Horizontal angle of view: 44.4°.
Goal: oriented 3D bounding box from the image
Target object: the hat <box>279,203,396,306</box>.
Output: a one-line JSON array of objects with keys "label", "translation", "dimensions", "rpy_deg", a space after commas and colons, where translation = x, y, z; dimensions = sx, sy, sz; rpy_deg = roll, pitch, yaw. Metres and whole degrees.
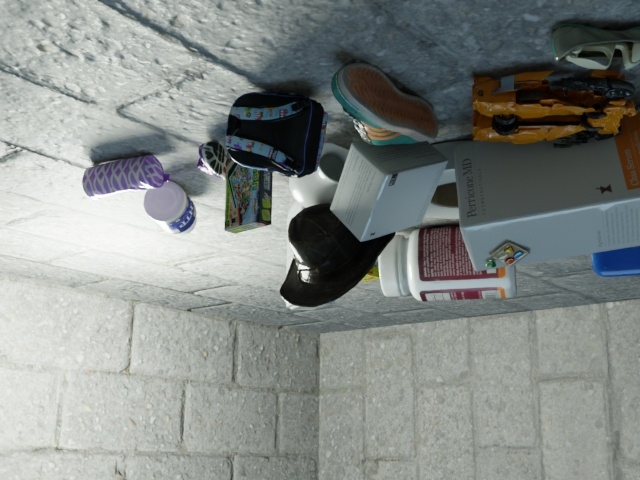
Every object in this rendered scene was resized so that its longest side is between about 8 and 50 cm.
[{"label": "hat", "translation": [0.000, 0.000, 1.744], "dimensions": [0.331, 0.331, 0.134], "rpy_deg": [-15, 124, 45]}]

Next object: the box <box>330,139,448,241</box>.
[{"label": "box", "translation": [0.141, -0.116, 1.641], "dimensions": [0.182, 0.119, 0.181], "rpy_deg": [-16, 140, -36]}]

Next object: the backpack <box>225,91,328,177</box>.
[{"label": "backpack", "translation": [-0.089, -0.206, 1.511], "dimensions": [0.173, 0.158, 0.117], "rpy_deg": [10, -173, 20]}]

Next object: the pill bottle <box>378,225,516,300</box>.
[{"label": "pill bottle", "translation": [0.385, 0.069, 2.364], "dimensions": [0.392, 0.224, 0.224], "rpy_deg": [-3, 165, 15]}]

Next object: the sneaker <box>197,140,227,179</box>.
[{"label": "sneaker", "translation": [-0.253, -0.176, 1.791], "dimensions": [0.071, 0.068, 0.170], "rpy_deg": [5, 166, 7]}]

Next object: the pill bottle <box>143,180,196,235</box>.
[{"label": "pill bottle", "translation": [-0.388, -0.078, 2.069], "dimensions": [0.112, 0.112, 0.187], "rpy_deg": [0, 166, 5]}]

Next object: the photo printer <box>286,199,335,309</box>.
[{"label": "photo printer", "translation": [-0.026, 0.022, 2.039], "dimensions": [0.107, 0.308, 0.256], "rpy_deg": [2, 171, -11]}]

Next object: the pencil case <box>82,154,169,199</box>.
[{"label": "pencil case", "translation": [-0.468, -0.146, 1.864], "dimensions": [0.206, 0.086, 0.088], "rpy_deg": [-7, 150, 27]}]

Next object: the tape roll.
[{"label": "tape roll", "translation": [0.352, -0.138, 1.885], "dimensions": [0.392, 0.072, 0.392], "rpy_deg": [0, 165, 0]}]

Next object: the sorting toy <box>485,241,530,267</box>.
[{"label": "sorting toy", "translation": [0.366, 0.036, 1.553], "dimensions": [0.062, 0.012, 0.083], "rpy_deg": [21, 139, -22]}]

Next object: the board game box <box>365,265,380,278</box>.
[{"label": "board game box", "translation": [0.139, 0.112, 2.883], "dimensions": [0.181, 0.043, 0.092], "rpy_deg": [15, 159, -42]}]

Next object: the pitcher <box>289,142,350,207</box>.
[{"label": "pitcher", "translation": [-0.015, -0.160, 1.766], "dimensions": [0.177, 0.125, 0.207], "rpy_deg": [37, 157, -8]}]

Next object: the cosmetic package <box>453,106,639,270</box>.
[{"label": "cosmetic package", "translation": [0.506, -0.106, 1.556], "dimensions": [0.453, 0.230, 0.161], "rpy_deg": [-11, 141, 16]}]

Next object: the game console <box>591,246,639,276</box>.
[{"label": "game console", "translation": [0.719, -0.075, 1.661], "dimensions": [0.293, 0.250, 0.173], "rpy_deg": [-5, -161, 22]}]

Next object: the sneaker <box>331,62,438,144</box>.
[{"label": "sneaker", "translation": [0.098, -0.235, 1.464], "dimensions": [0.121, 0.108, 0.302], "rpy_deg": [-15, 160, 35]}]

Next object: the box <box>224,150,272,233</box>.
[{"label": "box", "translation": [-0.154, -0.126, 1.694], "dimensions": [0.114, 0.207, 0.036], "rpy_deg": [-13, 160, 39]}]

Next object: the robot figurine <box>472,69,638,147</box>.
[{"label": "robot figurine", "translation": [0.424, -0.245, 1.432], "dimensions": [0.291, 0.085, 0.211], "rpy_deg": [-1, 158, 10]}]

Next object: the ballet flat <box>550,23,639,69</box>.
[{"label": "ballet flat", "translation": [0.474, -0.305, 1.260], "dimensions": [0.213, 0.068, 0.072], "rpy_deg": [1, 165, -3]}]
